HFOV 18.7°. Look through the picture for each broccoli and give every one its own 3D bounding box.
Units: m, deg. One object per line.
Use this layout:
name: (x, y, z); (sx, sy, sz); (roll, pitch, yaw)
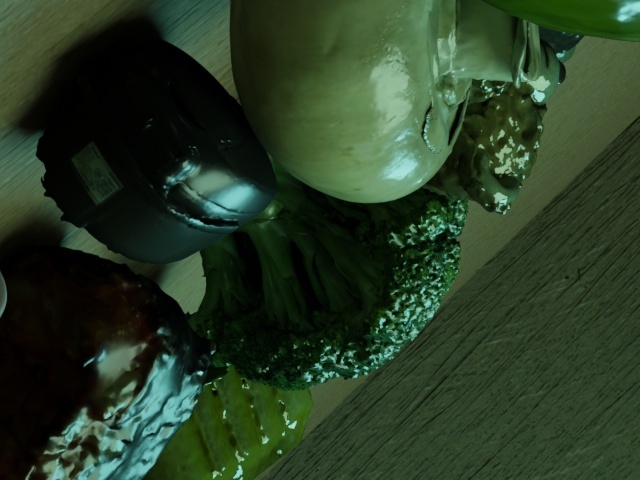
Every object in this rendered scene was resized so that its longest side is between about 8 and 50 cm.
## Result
broccoli: (0.000, 0.000, 1.672); (0.269, 0.241, 0.261); (-19, -144, 58)

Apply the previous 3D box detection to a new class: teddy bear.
teddy bear: (0.112, -0.149, 1.534); (0.156, 0.256, 0.267); (-17, -157, 9)

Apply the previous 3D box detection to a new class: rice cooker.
rice cooker: (-0.106, -0.057, 1.304); (0.118, 0.142, 0.203); (-37, 169, 14)

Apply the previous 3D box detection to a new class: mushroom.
mushroom: (0.048, -0.142, 1.303); (0.246, 0.202, 0.246); (10, 90, -77)

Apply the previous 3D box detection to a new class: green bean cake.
green bean cake: (-0.149, 0.172, 1.785); (0.233, 0.124, 0.236); (-12, -166, 38)

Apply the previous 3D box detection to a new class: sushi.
sushi: (-0.246, 0.153, 1.469); (0.343, 0.196, 0.182); (-53, 150, 4)

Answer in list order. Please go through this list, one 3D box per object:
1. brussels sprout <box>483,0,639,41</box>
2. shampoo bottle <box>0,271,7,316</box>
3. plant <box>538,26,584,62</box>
brussels sprout: (0.225, -0.312, 1.109); (0.361, 0.342, 0.425); (4, 110, -61)
shampoo bottle: (-0.309, 0.121, 1.297); (0.092, 0.092, 0.303); (-32, 163, -54)
plant: (0.181, -0.228, 1.781); (0.274, 0.149, 0.146); (124, -13, -66)
